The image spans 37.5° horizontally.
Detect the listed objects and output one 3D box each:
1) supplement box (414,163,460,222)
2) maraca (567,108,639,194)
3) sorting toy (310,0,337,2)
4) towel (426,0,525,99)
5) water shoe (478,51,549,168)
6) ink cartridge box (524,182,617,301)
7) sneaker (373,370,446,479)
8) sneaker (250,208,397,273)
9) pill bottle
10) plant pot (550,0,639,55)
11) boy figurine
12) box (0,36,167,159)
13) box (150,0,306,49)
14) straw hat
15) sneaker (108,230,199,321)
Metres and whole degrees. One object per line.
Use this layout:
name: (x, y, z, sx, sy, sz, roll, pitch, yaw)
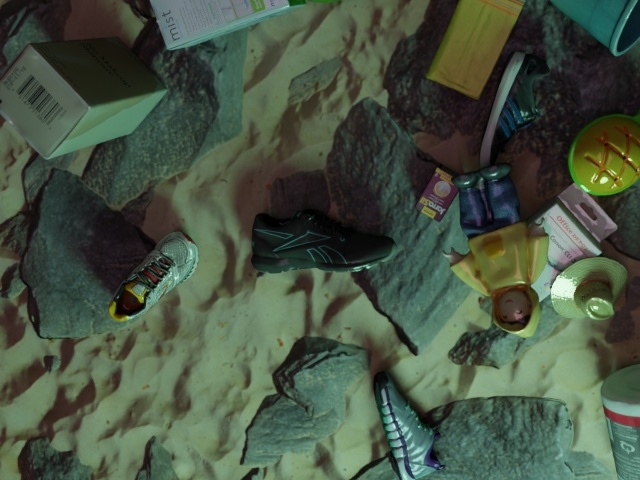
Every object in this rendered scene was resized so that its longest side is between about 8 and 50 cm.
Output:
supplement box: (0.205, -0.082, 1.622, 0.055, 0.043, 0.083, 29, 109, 3)
maraca: (0.483, -0.146, 1.516, 0.185, 0.099, 0.127, -24, 108, -8)
sorting toy: (0.038, -0.459, 1.486, 0.365, 0.127, 0.126, -6, 77, -15)
towel: (0.266, -0.358, 1.550, 0.102, 0.021, 0.237, 27, 110, 11)
water shoe: (0.318, -0.205, 1.548, 0.080, 0.073, 0.203, 17, 108, 6)
ink cartridge box: (0.390, 0.008, 1.589, 0.198, 0.067, 0.115, -43, 91, 20)
sneaker: (0.163, 0.334, 1.736, 0.098, 0.083, 0.224, -16, 105, -4)
sneaker: (0.000, 0.000, 1.662, 0.267, 0.101, 0.106, -2, 102, 13)
pill bottle: (0.587, 0.378, 1.583, 0.176, 0.176, 0.318, -12, 102, 16)
plant pot: (0.406, -0.452, 1.375, 0.255, 0.271, 0.272, 38, 110, 16)
boy figurine: (0.287, 0.023, 1.539, 0.177, 0.092, 0.285, -13, 87, 20)
box: (-0.396, -0.246, 1.577, 0.148, 0.311, 0.121, 45, 109, -2)
box: (-0.181, -0.477, 1.564, 0.231, 0.127, 0.262, -16, 100, 17)
straw hat: (0.456, 0.099, 1.564, 0.144, 0.061, 0.144, -7, 130, -9)
sneaker: (-0.310, 0.075, 1.757, 0.088, 0.093, 0.225, 42, 109, 0)
